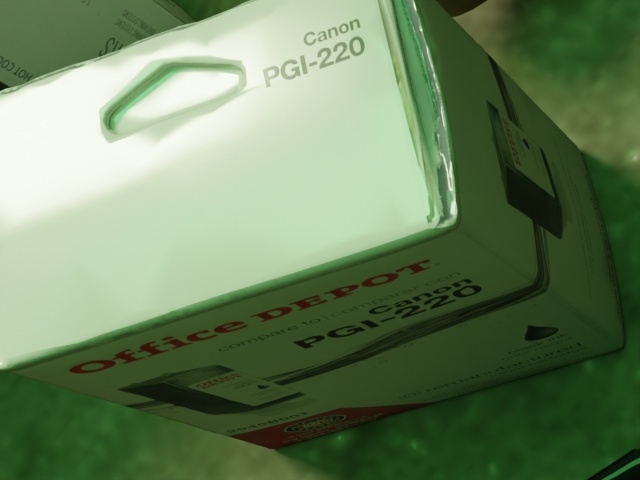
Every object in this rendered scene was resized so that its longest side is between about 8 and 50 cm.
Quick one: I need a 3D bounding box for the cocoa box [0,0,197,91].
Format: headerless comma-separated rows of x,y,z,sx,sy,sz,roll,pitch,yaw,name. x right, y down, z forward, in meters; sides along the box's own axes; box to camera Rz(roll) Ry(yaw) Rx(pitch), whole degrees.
-0.267,-0.129,0.808,0.228,0.231,0.347,-49,63,5,cocoa box

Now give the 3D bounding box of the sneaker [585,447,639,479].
0.199,0.082,0.618,0.302,0.121,0.108,-25,68,15,sneaker

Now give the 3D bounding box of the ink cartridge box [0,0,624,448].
0.000,0.000,0.670,0.159,0.218,0.092,-18,70,18,ink cartridge box

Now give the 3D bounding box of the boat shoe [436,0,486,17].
0.072,-0.227,0.768,0.098,0.109,0.302,17,77,31,boat shoe
